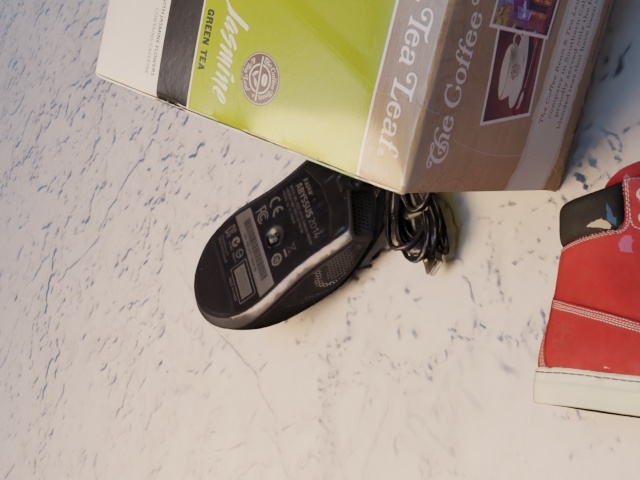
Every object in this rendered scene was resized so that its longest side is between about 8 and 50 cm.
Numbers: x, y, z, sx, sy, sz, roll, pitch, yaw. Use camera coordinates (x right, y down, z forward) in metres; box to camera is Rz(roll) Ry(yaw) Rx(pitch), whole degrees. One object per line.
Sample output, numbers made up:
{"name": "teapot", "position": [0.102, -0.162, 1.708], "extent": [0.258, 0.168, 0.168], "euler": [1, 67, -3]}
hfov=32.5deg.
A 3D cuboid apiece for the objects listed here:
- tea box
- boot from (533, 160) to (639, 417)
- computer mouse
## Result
{"name": "tea box", "position": [0.040, -0.234, 0.820], "extent": [0.323, 0.220, 0.329], "euler": [26, 108, 36]}
{"name": "boot", "position": [0.242, 0.030, 0.696], "extent": [0.244, 0.088, 0.176], "euler": [1, 79, 53]}
{"name": "computer mouse", "position": [0.000, 0.000, 1.008], "extent": [0.272, 0.072, 0.188], "euler": [-32, 54, 26]}
